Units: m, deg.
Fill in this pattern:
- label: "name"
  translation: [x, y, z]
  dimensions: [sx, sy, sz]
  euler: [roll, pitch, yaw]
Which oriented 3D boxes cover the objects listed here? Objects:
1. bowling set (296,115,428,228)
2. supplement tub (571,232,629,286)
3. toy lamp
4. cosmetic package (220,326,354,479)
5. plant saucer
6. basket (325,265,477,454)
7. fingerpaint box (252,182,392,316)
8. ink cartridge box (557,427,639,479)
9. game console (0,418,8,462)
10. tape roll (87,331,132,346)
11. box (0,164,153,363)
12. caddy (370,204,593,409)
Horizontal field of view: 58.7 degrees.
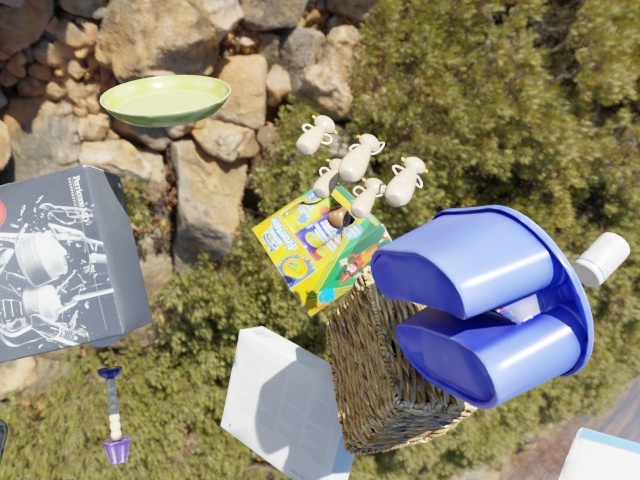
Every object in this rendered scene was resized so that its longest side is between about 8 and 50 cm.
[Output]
- label: "bowling set"
  translation: [0.066, -0.138, 1.267]
  dimensions: [0.154, 0.287, 0.200]
  euler: [-56, 177, -42]
- label: "supplement tub"
  translation: [0.592, 0.041, 1.203]
  dimensions: [0.107, 0.071, 0.071]
  euler: [-39, 140, -17]
- label: "toy lamp"
  translation: [-0.599, 0.507, 1.655]
  dimensions: [0.080, 0.080, 0.275]
  euler: [-2, 86, -45]
- label: "cosmetic package"
  translation: [-0.075, 0.420, 1.428]
  dimensions: [0.097, 0.377, 0.284]
  euler: [2, 106, -52]
- label: "plant saucer"
  translation: [-0.289, -0.263, 1.079]
  dimensions: [0.241, 0.241, 0.037]
  euler: [-24, 129, -31]
- label: "basket"
  translation: [0.155, 0.230, 1.092]
  dimensions: [0.213, 0.299, 0.223]
  euler: [7, 138, -22]
- label: "fingerpaint box"
  translation: [0.000, 0.000, 2.033]
  dimensions: [0.371, 0.445, 0.163]
  euler: [-34, 126, -3]
- label: "ink cartridge box"
  translation: [0.252, 0.293, 0.345]
  dimensions: [0.197, 0.198, 0.270]
  euler: [-54, 131, -31]
- label: "game console"
  translation: [-0.665, 0.510, 1.068]
  dimensions: [0.213, 0.361, 0.044]
  euler: [19, 137, -30]
- label: "tape roll"
  translation: [-0.635, 0.194, 1.650]
  dimensions: [0.219, 0.219, 0.072]
  euler: [-67, 167, 17]
- label: "box"
  translation: [-0.558, 0.051, 1.176]
  dimensions: [0.312, 0.343, 0.179]
  euler: [-14, 180, 1]
- label: "caddy"
  translation: [0.217, 0.079, 0.788]
  dimensions: [0.179, 0.341, 0.241]
  euler: [-25, 98, -14]
